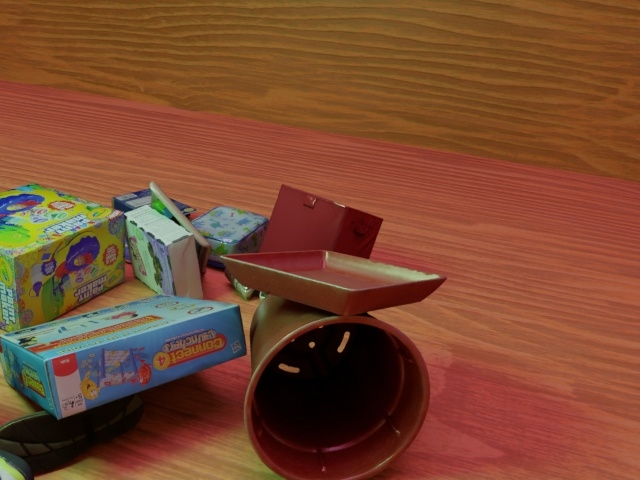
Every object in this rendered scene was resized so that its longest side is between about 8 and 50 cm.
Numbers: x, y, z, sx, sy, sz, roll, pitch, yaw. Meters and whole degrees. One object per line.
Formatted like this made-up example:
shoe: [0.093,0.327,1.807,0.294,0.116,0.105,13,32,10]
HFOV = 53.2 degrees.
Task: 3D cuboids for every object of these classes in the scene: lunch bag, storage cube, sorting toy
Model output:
lunch bag: [-0.243,-0.013,1.627,0.176,0.090,0.219,15,25,16]
storage cube: [0.000,0.000,1.464,0.215,0.193,0.183,22,5,31]
sorting toy: [-0.324,-0.021,1.445,0.038,0.208,0.193,-40,83,-21]

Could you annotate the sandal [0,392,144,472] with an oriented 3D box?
sandal: [-0.373,0.273,0.951,0.219,0.090,0.060,-18,16,-41]

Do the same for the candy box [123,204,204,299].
candy box: [-0.345,0.034,1.393,0.070,0.165,0.196,-27,38,-35]

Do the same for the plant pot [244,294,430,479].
plant pot: [-0.001,0.195,1.024,0.272,0.273,0.265,0,16,-13]

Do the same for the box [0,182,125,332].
box: [-0.614,0.026,1.340,0.279,0.177,0.290,17,26,21]

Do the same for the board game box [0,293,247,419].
board game box: [-0.331,0.172,1.052,0.308,0.086,0.302,-13,8,-37]

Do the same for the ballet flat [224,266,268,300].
ballet flat: [-0.134,0.103,1.422,0.206,0.073,0.067,11,38,20]

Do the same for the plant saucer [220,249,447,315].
plant saucer: [0.022,0.061,0.983,0.259,0.048,0.258,11,8,38]

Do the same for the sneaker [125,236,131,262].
sneaker: [-0.468,0.006,1.548,0.162,0.073,0.063,14,24,17]

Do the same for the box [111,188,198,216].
box: [-0.470,-0.090,1.815,0.225,0.037,0.136,22,28,34]

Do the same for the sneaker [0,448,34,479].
sneaker: [-0.493,0.308,0.833,0.234,0.084,0.097,11,25,10]
